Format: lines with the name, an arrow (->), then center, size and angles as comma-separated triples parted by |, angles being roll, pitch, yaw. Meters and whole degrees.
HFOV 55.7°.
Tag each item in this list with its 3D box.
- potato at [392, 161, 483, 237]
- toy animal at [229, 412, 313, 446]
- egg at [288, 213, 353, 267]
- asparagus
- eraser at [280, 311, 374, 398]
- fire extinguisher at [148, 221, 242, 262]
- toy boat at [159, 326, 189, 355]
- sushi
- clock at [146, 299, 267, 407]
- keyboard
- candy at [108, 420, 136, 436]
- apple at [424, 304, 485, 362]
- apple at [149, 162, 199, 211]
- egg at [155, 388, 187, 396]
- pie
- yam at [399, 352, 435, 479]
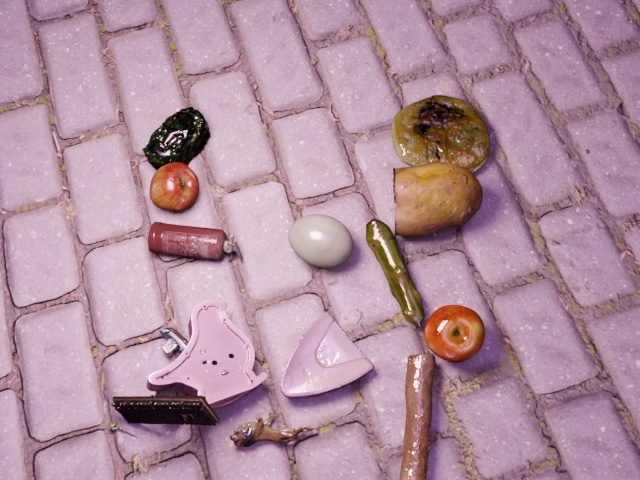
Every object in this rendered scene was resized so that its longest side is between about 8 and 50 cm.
potato -> 0.337, -0.123, 1.754 | 0.266, 0.229, 0.229 | -5, 69, 4
toy animal -> -0.128, 0.498, 1.608 | 0.220, 0.069, 0.086 | -4, 90, 5
egg -> 0.000, 0.000, 1.746 | 0.192, 0.149, 0.149 | 20, 71, 15
asparagus -> 0.220, 0.096, 1.741 | 0.082, 0.085, 0.343 | -23, 72, -3
eraser -> -0.009, 0.344, 1.663 | 0.243, 0.059, 0.204 | -36, 73, -15
fire extinguisher -> -0.363, 0.009, 1.786 | 0.269, 0.105, 0.104 | 6, 69, 4
toy boat -> -0.403, 0.298, 1.690 | 0.140, 0.059, 0.066 | 42, 58, 17
sushi -> -0.448, -0.312, 1.890 | 0.124, 0.127, 0.225 | 37, 76, 14
clock -> -0.328, 0.317, 1.620 | 0.290, 0.080, 0.275 | -17, 69, -30
keyboard -> -0.404, 0.434, 1.548 | 0.317, 0.106, 0.027 | -9, 32, 30
candy -> -0.534, 0.514, 1.636 | 0.083, 0.025, 0.023 | 29, 115, 3
apple -> 0.365, 0.252, 1.652 | 0.164, 0.139, 0.163 | 0, 82, 1
apple -> -0.443, -0.157, 1.825 | 0.131, 0.146, 0.146 | -13, 61, 44
egg -> -0.401, 0.432, 1.627 | 0.085, 0.085, 0.110 | -6, 74, -1
pie -> 0.378, -0.338, 1.909 | 0.323, 0.070, 0.323 | 0, 68, 1
yam -> 0.254, 0.476, 1.598 | 0.081, 0.081, 0.356 | 7, 68, 4
